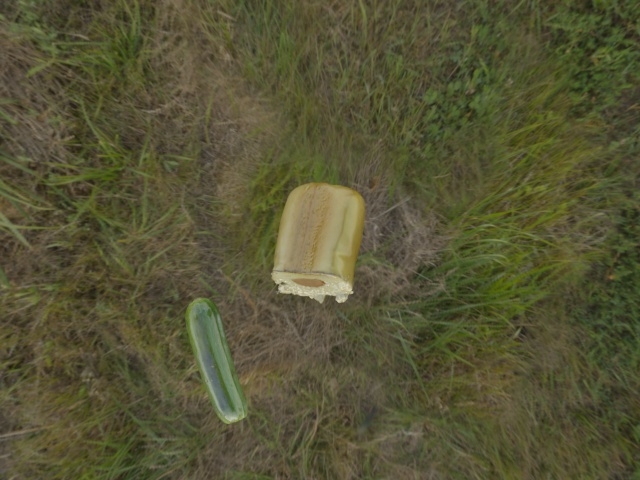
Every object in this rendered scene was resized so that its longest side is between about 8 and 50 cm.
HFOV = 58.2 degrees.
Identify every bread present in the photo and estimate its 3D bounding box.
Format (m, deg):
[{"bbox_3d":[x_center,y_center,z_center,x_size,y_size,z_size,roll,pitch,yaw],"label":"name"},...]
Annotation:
[{"bbox_3d":[0.001,0.001,0.872,0.134,0.085,0.173,3,65,27],"label":"bread"}]

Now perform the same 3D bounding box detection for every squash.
[{"bbox_3d":[-0.184,0.211,1.012,0.066,0.066,0.228,-18,91,3],"label":"squash"}]
